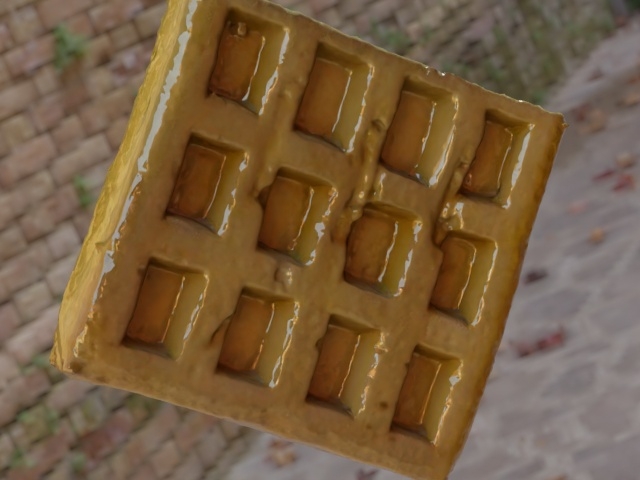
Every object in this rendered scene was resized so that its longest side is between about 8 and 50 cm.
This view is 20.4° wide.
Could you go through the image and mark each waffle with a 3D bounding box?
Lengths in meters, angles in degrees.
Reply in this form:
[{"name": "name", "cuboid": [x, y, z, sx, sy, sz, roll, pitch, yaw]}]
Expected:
[{"name": "waffle", "cuboid": [0.000, 0.000, 0.965, 0.248, 0.221, 0.055, 19, -3, -22]}]
